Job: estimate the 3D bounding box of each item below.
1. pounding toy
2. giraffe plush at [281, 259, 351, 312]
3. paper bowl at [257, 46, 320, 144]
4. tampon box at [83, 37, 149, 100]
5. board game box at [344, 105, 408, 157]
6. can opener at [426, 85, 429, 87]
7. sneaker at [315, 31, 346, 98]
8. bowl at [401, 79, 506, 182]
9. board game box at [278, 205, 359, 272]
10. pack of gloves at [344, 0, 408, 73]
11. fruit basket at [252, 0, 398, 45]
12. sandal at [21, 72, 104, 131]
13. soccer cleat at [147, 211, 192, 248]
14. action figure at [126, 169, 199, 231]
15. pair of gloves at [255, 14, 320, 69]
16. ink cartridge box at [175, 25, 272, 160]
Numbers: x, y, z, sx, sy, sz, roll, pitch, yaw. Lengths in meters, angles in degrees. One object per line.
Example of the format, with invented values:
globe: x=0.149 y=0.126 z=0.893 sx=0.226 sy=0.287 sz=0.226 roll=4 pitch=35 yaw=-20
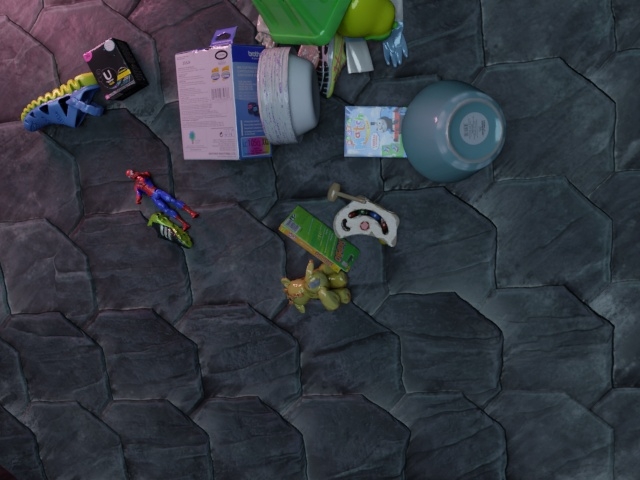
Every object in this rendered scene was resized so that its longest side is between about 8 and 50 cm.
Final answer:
pounding toy: x=0.123 y=-0.058 z=1.863 sx=0.270 sy=0.155 sz=0.154 roll=28 pitch=100 yaw=3
giraffe plush: x=-0.029 y=0.160 z=1.936 sx=0.171 sy=0.210 sz=0.181 roll=-25 pitch=71 yaw=38
paper bowl: x=-0.086 y=-0.432 z=1.755 sx=0.148 sy=0.284 sz=0.284 roll=-3 pitch=101 yaw=9
tampon box: x=-0.665 y=-0.555 z=1.916 sx=0.121 sy=0.101 sz=0.160 roll=-26 pitch=96 yaw=12
board game box: x=0.182 y=-0.343 z=1.857 sx=0.212 sy=0.039 sz=0.160 roll=2 pitch=102 yaw=9
can opener: x=0.376 y=-0.336 z=1.823 sx=0.095 sy=0.076 sz=0.283 roll=-6 pitch=102 yaw=-22
sneaker: x=0.043 y=-0.542 z=1.817 sx=0.094 sy=0.081 sz=0.208 roll=-7 pitch=116 yaw=-32
bowl: x=0.409 y=-0.315 z=1.708 sx=0.312 sy=0.163 sz=0.311 roll=-2 pitch=101 yaw=-14
board game box: x=0.000 y=0.000 z=1.913 sx=0.260 sy=0.124 sz=0.039 roll=35 pitch=133 yaw=2
pack of gloves: x=0.163 y=-0.638 z=1.804 sx=0.195 sy=0.046 sz=0.231 roll=-8 pitch=99 yaw=-6
fruit basket: x=0.036 y=-0.703 z=1.668 sx=0.283 sy=0.392 sz=0.391 roll=21 pitch=107 yaw=41
sandal: x=-0.853 y=-0.435 z=1.965 sx=0.318 sy=0.126 sz=0.138 roll=-24 pitch=101 yaw=14
soccer cleat: x=-0.517 y=-0.024 z=2.028 sx=0.179 sy=0.060 sz=0.072 roll=40 pitch=114 yaw=6
action figure: x=-0.554 y=-0.143 z=1.969 sx=0.280 sy=0.139 sz=0.091 roll=39 pitch=103 yaw=2
pair of gloves: x=-0.077 y=-0.668 z=1.831 sx=0.240 sy=0.042 sz=0.204 roll=31 pitch=105 yaw=3
ink cartridge box: x=-0.299 y=-0.447 z=1.804 sx=0.270 sy=0.151 sz=0.395 roll=7 pitch=106 yaw=39
